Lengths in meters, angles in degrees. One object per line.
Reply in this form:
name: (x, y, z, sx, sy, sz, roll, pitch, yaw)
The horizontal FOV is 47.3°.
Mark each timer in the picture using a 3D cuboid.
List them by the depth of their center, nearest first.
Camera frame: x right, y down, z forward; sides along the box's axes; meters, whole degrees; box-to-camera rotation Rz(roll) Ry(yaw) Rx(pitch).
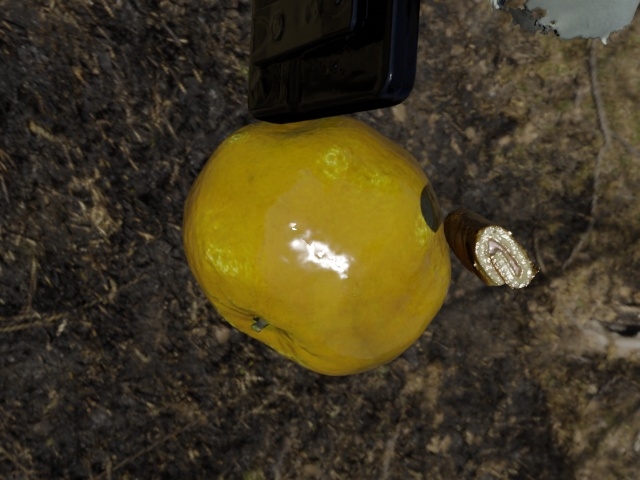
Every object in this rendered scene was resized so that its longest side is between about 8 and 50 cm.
timer: (0.001, -0.172, 0.580, 0.055, 0.187, 0.144, 5, 89, -37)

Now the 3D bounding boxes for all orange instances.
orange: (0.000, 0.000, 0.737, 0.235, 0.279, 0.279, -54, 134, -22)

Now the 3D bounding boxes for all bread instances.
bread: (0.111, 0.005, 0.494, 0.036, 0.083, 0.047, -44, 101, 4)

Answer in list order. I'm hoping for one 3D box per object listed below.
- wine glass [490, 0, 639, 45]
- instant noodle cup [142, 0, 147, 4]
wine glass: (0.184, -0.305, 0.503, 0.143, 0.143, 0.321, -27, 130, -26)
instant noodle cup: (-0.434, -0.607, 1.496, 0.091, 0.274, 0.274, -49, 133, 2)
